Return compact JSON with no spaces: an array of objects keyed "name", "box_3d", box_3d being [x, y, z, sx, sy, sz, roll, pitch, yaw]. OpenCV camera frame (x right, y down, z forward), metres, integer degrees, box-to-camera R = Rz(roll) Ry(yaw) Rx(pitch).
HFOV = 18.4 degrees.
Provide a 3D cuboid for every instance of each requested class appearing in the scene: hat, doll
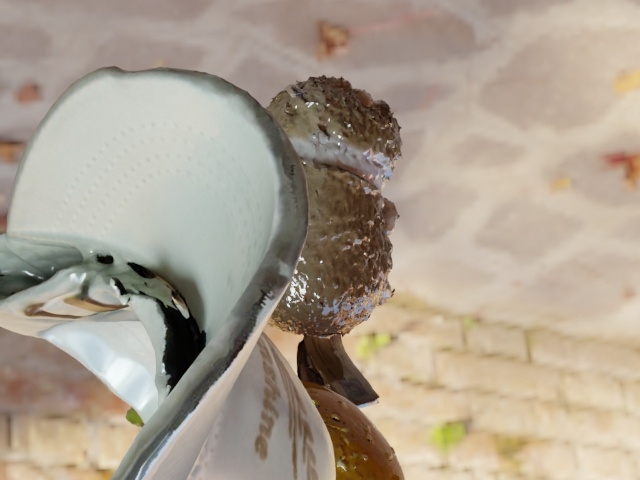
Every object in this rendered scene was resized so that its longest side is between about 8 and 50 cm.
[{"name":"hat","box_3d":[-0.052,0.065,0.826,0.168,0.258,0.301,4,142,-25]},{"name":"doll","box_3d":[-0.006,0.003,1.277,0.105,0.221,0.115,3,177,34]}]

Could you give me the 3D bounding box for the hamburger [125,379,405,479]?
[{"name":"hamburger","box_3d":[-0.037,0.175,1.175,0.181,0.191,0.118,10,171,5]}]
